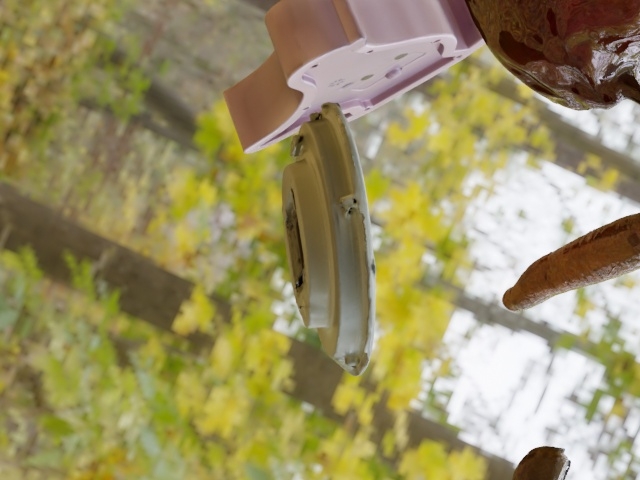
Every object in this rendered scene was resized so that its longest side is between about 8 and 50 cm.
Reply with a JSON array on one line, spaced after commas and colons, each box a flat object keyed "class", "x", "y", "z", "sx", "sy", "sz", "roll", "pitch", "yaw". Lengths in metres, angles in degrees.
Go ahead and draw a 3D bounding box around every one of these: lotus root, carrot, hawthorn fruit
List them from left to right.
[{"class": "lotus root", "x": 0.157, "y": 0.191, "z": 1.252, "sx": 0.030, "sy": 0.037, "sz": 0.083, "roll": 17, "pitch": 91, "yaw": -69}, {"class": "carrot", "x": 0.266, "y": 0.027, "z": 1.735, "sx": 0.248, "sy": 0.059, "sz": 0.059, "roll": -28, "pitch": -148, "yaw": 47}, {"class": "hawthorn fruit", "x": 0.223, "y": -0.210, "z": 1.382, "sx": 0.208, "sy": 0.208, "sz": 0.248, "roll": 122, "pitch": -38, "yaw": -59}]

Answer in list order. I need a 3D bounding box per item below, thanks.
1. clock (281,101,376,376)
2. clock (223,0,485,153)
[{"class": "clock", "x": 0.000, "y": 0.000, "z": 1.433, "sx": 0.236, "sy": 0.053, "sz": 0.237, "roll": 175, "pitch": -90, "yaw": -80}, {"class": "clock", "x": 0.001, "y": -0.192, "z": 1.841, "sx": 0.290, "sy": 0.080, "sz": 0.275, "roll": -30, "pitch": 167, "yaw": 32}]
